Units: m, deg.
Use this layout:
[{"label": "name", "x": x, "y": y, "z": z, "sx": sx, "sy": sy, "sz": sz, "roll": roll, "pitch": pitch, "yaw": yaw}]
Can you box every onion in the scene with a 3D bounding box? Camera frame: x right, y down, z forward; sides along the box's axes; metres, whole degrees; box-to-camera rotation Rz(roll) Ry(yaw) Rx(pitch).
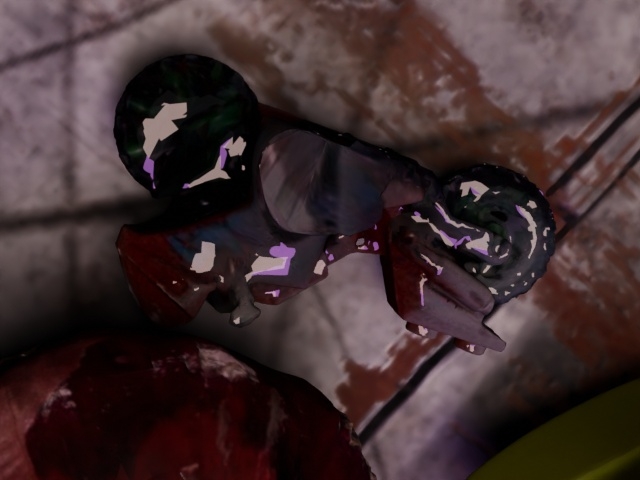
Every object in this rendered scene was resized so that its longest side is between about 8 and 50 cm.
[{"label": "onion", "x": -0.078, "y": 0.165, "z": 0.764, "sx": 0.252, "sy": 0.219, "sz": 0.252, "roll": -10, "pitch": 118, "yaw": -19}]

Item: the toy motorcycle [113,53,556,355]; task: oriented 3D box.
[{"label": "toy motorcycle", "x": 0.000, "y": 0.000, "z": 0.803, "sx": 0.213, "sy": 0.082, "sz": 0.122, "roll": 19, "pitch": 100, "yaw": -15}]

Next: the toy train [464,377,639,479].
[{"label": "toy train", "x": 0.215, "y": 0.265, "z": 0.824, "sx": 0.179, "sy": 0.272, "sz": 0.442, "roll": -26, "pitch": 110, "yaw": -15}]
